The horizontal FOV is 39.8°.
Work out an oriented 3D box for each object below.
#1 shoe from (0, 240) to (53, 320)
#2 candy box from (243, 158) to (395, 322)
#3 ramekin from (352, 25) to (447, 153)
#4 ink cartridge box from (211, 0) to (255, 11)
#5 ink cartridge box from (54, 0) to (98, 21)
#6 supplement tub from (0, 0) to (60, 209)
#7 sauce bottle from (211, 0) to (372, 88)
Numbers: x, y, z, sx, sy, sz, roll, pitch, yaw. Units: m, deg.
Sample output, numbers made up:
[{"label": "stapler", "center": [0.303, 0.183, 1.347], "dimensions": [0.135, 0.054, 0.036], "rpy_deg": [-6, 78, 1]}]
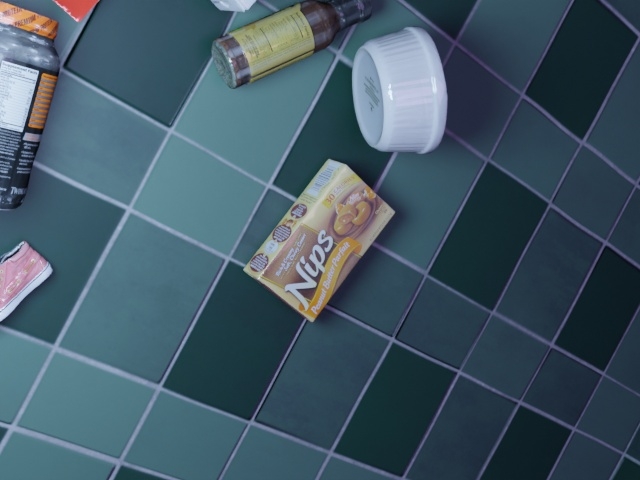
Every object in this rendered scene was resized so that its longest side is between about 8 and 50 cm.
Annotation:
[{"label": "shoe", "center": [-0.600, 0.084, 1.674], "dimensions": [0.178, 0.063, 0.081], "rpy_deg": [-45, 119, -16]}, {"label": "candy box", "center": [0.000, 0.000, 1.958], "dimensions": [0.183, 0.087, 0.316], "rpy_deg": [41, 84, -31]}, {"label": "ramekin", "center": [0.157, -0.309, 1.863], "dimensions": [0.127, 0.273, 0.273], "rpy_deg": [-10, 109, -13]}, {"label": "ink cartridge box", "center": [-0.131, -0.544, 1.696], "dimensions": [0.203, 0.148, 0.086], "rpy_deg": [-51, 121, -8]}, {"label": "ink cartridge box", "center": [-0.419, -0.536, 1.557], "dimensions": [0.189, 0.066, 0.232], "rpy_deg": [41, 69, -18]}, {"label": "supplement tub", "center": [-0.572, -0.236, 1.511], "dimensions": [0.207, 0.207, 0.338], "rpy_deg": [14, 96, -31]}, {"label": "sauce bottle", "center": [-0.053, -0.420, 1.799], "dimensions": [0.344, 0.111, 0.111], "rpy_deg": [-28, 115, -21]}]
